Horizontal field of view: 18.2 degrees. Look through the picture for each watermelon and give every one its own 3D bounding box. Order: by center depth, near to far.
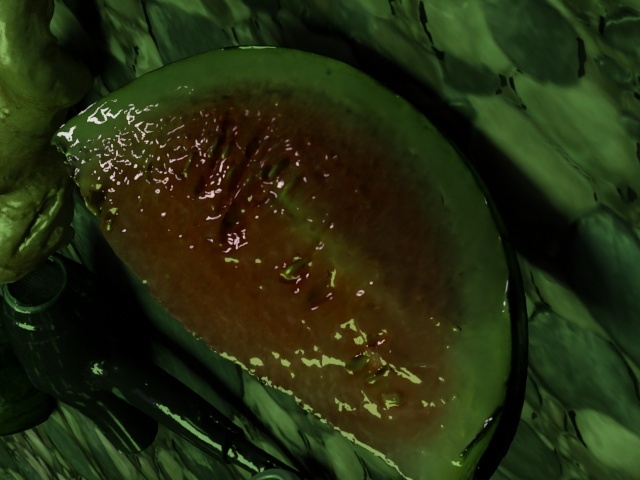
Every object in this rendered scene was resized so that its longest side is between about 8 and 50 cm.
[{"bbox_3d":[-0.002,-0.002,0.757,0.245,0.119,0.063,42,167,28],"label":"watermelon"},{"bbox_3d":[-0.239,0.098,1.524,0.181,0.075,0.092,84,-172,-49],"label":"watermelon"}]

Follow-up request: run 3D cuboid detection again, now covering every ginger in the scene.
[{"bbox_3d":[-0.164,-0.063,1.052,0.288,0.089,0.075,102,165,-58],"label":"ginger"}]

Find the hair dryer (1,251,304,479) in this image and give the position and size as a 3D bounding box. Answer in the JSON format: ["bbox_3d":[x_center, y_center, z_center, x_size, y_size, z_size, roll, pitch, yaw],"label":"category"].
[{"bbox_3d":[-0.089,0.106,1.203,0.219,0.075,0.195,30,160,32],"label":"hair dryer"}]

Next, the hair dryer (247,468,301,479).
[{"bbox_3d":[0.016,0.176,1.089,0.137,0.047,0.082,13,147,47],"label":"hair dryer"}]
